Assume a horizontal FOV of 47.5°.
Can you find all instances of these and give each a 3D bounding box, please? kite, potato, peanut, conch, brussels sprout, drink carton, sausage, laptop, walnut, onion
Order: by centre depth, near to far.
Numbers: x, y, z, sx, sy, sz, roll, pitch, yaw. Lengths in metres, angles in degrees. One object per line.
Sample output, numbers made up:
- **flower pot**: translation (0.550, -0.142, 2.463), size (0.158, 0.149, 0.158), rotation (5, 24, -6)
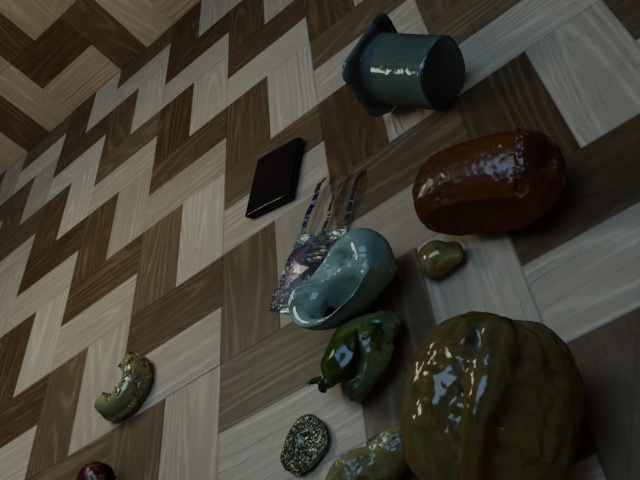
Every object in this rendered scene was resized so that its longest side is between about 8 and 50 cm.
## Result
- **walnut**: translation (0.214, 0.219, 0.923), size (0.224, 0.257, 0.257), rotation (11, 61, 16)
- **peanut**: translation (0.075, 0.334, 1.083), size (0.174, 0.080, 0.080), rotation (-40, 36, 14)
- **sausage**: translation (0.272, -0.094, 1.208), size (0.268, 0.153, 0.141), rotation (-12, 49, 42)
- **brussels sprout**: translation (0.059, 0.189, 1.234), size (0.181, 0.100, 0.139), rotation (-59, 15, 4)
- **potato**: translation (0.206, 0.030, 1.254), size (0.083, 0.062, 0.068), rotation (-11, 62, 14)
- **conch**: translation (0.045, 0.080, 1.307), size (0.221, 0.121, 0.185), rotation (-48, 6, 1)
- **onion**: translation (-0.470, 0.510, 1.504), size (0.107, 0.097, 0.107), rotation (-30, 54, 54)
- **kite**: translation (-0.002, -0.002, 1.540), size (0.204, 0.022, 0.360), rotation (-12, 50, 40)
- **drink carton**: translation (0.193, -0.361, 1.542), size (0.189, 0.191, 0.185), rotation (13, 64, 41)
- **laptop**: translation (-0.113, -0.154, 1.803), size (0.154, 0.026, 0.207), rotation (-25, 40, 34)

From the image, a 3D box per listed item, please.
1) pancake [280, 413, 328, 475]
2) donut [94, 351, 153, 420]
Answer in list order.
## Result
- **pancake**: translation (-0.029, 0.348, 1.239), size (0.108, 0.017, 0.108), rotation (-32, 37, 28)
- **donut**: translation (-0.448, 0.340, 1.663), size (0.108, 0.065, 0.166), rotation (21, 74, 53)
